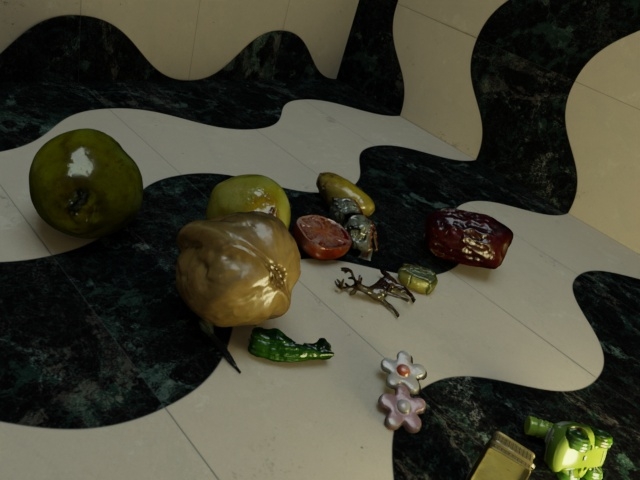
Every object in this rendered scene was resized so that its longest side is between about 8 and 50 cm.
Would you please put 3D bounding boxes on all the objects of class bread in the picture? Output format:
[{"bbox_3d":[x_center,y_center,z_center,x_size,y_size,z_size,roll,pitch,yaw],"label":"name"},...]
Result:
[{"bbox_3d":[0.373,0.144,2.061,0.156,0.064,0.118,17,30,-5],"label":"bread"}]

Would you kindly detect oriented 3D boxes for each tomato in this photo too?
[{"bbox_3d":[0.000,0.000,2.064,0.236,0.095,0.237,17,30,-10],"label":"tomato"}]

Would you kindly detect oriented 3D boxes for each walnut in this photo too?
[{"bbox_3d":[-0.240,0.076,1.559,0.383,0.384,0.384,13,32,-8],"label":"walnut"}]

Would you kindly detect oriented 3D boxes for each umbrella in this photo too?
[{"bbox_3d":[-0.299,0.280,1.538,0.269,0.044,0.044,44,2,25],"label":"umbrella"}]

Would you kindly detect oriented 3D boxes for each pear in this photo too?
[{"bbox_3d":[-0.755,-0.179,1.729,0.351,0.352,0.414,13,28,-8],"label":"pear"}]

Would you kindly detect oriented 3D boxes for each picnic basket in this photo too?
[{"bbox_3d":[0.448,0.576,1.340,0.115,0.164,0.079,29,24,17],"label":"picnic basket"}]

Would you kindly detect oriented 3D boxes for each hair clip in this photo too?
[{"bbox_3d":[0.236,0.433,1.544,0.146,0.075,0.257,20,36,-6],"label":"hair clip"}]

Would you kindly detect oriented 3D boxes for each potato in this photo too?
[{"bbox_3d":[0.102,-0.199,2.380,0.300,0.140,0.173,35,22,17],"label":"potato"}]

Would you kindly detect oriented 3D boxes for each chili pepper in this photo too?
[{"bbox_3d":[-0.086,0.309,1.556,0.253,0.084,0.099,12,23,-17],"label":"chili pepper"}]

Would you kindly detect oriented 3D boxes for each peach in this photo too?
[{"bbox_3d":[-0.243,-0.088,1.854,0.314,0.282,0.316,30,-13,0],"label":"peach"}]

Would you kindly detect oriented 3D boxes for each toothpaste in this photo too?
[{"bbox_3d":[0.201,0.018,2.202,0.052,0.033,0.218,17,36,7],"label":"toothpaste"}]

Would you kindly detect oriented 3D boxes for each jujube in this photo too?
[{"bbox_3d":[0.622,-0.005,2.263,0.376,0.259,0.258,6,31,4],"label":"jujube"}]

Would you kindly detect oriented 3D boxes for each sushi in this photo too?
[{"bbox_3d":[0.133,-0.065,2.195,0.129,0.124,0.332,-8,36,-17],"label":"sushi"}]

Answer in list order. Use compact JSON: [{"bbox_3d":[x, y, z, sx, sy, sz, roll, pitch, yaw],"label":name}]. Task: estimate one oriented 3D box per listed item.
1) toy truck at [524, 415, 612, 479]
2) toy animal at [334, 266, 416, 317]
[{"bbox_3d":[0.700,0.573,1.507,0.186,0.149,0.210,10,8,-10],"label":"toy truck"},{"bbox_3d":[0.199,0.175,1.931,0.259,0.087,0.243,31,20,22],"label":"toy animal"}]
